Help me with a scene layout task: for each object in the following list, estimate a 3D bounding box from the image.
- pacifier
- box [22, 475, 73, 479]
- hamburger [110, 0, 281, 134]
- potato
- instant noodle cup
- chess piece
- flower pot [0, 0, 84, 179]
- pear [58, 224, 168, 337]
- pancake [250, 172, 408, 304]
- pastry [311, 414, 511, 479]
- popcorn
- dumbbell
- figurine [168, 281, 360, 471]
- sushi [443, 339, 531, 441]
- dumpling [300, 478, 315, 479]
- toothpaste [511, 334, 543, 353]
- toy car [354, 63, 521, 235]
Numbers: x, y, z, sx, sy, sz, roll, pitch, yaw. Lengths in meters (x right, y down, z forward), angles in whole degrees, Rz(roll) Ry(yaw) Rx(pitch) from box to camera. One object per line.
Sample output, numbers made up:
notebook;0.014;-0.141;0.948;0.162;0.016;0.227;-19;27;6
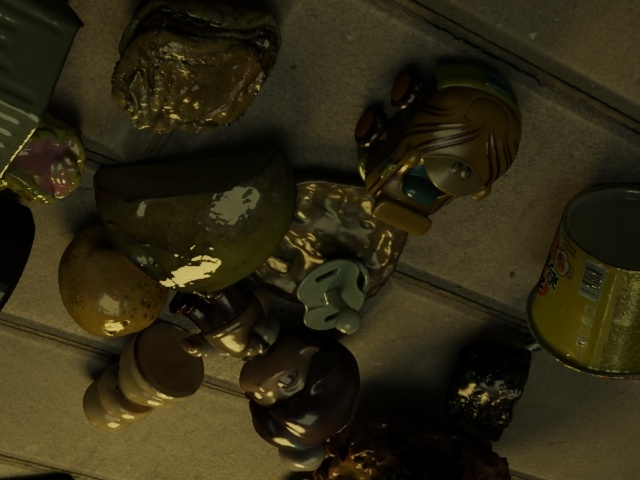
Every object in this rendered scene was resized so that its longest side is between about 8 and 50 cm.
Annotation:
pacifier;0.033;0.096;1.552;0.126;0.116;0.150;-21;135;-17
box;-0.628;0.571;2.175;0.230;0.050;0.160;-7;138;4
hamburger;-0.159;-0.229;1.260;0.206;0.130;0.183;-2;144;-30
potato;-0.153;-0.040;1.425;0.255;0.112;0.269;-28;126;33
instant noodle cup;0.450;0.050;1.517;0.264;0.264;0.200;-2;129;-1
chess piece;-0.332;0.257;1.792;0.142;0.143;0.261;26;138;-29
flower pot;-0.415;-0.214;1.177;0.189;0.239;0.209;24;164;-29
pear;-0.318;0.057;1.541;0.178;0.178;0.178;-2;139;-1
pancake;0.000;0.000;1.567;0.294;0.049;0.294;0;135;0
pastry;0.196;0.483;1.914;0.405;0.292;0.337;27;151;-33
popcorn;-0.389;-0.117;1.357;0.145;0.126;0.126;-4;132;-8
dumbbell;-0.587;-0.016;1.399;0.322;0.204;0.204;27;131;-30
figurine;-0.083;0.206;1.678;0.218;0.206;0.365;-38;128;15
sushi;0.294;0.269;1.815;0.127;0.124;0.225;18;143;5
dumpling;-0.005;0.563;2.172;0.188;0.108;0.127;22;108;-7
toothpaste;0.436;0.167;1.794;0.204;0.031;0.049;-19;138;15
toy car;0.161;-0.115;1.373;0.200;0.142;0.248;21;135;-25
